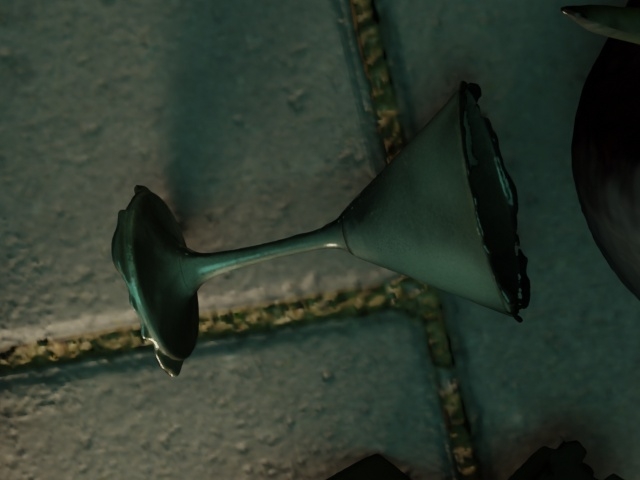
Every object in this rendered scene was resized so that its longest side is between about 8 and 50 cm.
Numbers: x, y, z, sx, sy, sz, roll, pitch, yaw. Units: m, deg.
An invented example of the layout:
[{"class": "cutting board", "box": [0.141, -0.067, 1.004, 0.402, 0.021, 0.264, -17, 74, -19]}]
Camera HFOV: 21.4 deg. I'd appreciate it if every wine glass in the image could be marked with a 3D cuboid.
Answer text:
[{"class": "wine glass", "box": [0.000, 0.000, 0.812, 0.182, 0.122, 0.122, -13, 111, 12]}]

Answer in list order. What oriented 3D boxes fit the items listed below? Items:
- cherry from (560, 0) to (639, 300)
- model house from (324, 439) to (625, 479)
[{"class": "cherry", "box": [0.233, -0.060, 0.707, 0.296, 0.218, 0.255, 19, 107, -9]}, {"class": "model house", "box": [0.074, 0.217, 0.878, 0.243, 0.211, 0.204, -47, 148, -7]}]
